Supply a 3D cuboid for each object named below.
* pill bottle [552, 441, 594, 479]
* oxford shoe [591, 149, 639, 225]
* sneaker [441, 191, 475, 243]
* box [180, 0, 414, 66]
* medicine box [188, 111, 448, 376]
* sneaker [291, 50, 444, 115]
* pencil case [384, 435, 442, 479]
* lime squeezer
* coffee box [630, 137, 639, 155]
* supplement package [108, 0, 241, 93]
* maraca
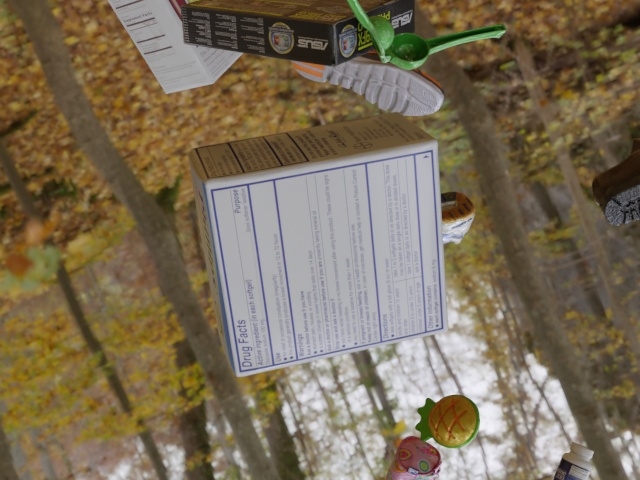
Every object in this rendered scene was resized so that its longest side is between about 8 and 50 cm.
[{"bbox_3d":[0.549,0.504,2.006,0.120,0.067,0.067,-67,-168,-2],"label":"pill bottle"},{"bbox_3d":[0.485,-0.106,1.280,0.227,0.083,0.096,-18,-142,2],"label":"oxford shoe"},{"bbox_3d":[0.196,-0.016,2.033,0.296,0.131,0.112,-7,-131,-10],"label":"sneaker"},{"bbox_3d":[-0.031,-0.320,1.336,0.270,0.060,0.216,15,-149,31],"label":"box"},{"bbox_3d":[0.000,0.000,1.171,0.289,0.263,0.149,-11,-156,-10],"label":"medicine box"},{"bbox_3d":[0.112,-0.378,1.849,0.124,0.321,0.180,116,-3,-55],"label":"sneaker"},{"bbox_3d":[0.217,0.613,2.286,0.124,0.284,0.124,8,-141,-7],"label":"pencil case"},{"bbox_3d":[0.109,-0.276,1.214,0.310,0.059,0.110,9,154,-39],"label":"lime squeezer"},{"bbox_3d":[0.738,-0.132,1.834,0.246,0.141,0.098,-6,-156,-21],"label":"coffee box"},{"bbox_3d":[-0.265,-0.412,1.675,0.134,0.244,0.139,-4,-141,40],"label":"supplement package"},{"bbox_3d":[0.300,0.427,2.186,0.185,0.127,0.099,-7,154,45],"label":"maraca"}]
